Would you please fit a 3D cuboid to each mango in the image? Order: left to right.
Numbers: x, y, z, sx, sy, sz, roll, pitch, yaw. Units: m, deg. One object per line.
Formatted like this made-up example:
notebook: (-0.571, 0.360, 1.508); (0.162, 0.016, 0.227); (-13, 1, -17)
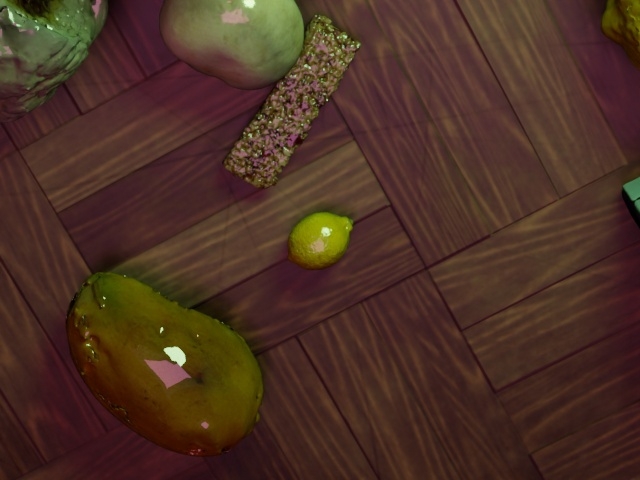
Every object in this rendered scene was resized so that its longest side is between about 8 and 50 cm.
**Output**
mango: (-0.171, 0.133, 1.799); (0.248, 0.151, 0.156); (42, 72, -2)

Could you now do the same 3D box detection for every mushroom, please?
mushroom: (-0.091, -0.227, 1.701); (0.154, 0.123, 0.154); (5, 145, 3)

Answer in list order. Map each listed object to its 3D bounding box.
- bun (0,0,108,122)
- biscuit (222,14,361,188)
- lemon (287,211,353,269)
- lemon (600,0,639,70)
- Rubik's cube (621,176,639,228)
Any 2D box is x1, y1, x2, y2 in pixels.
bun: (-0.325, -0.256, 1.660); (0.281, 0.205, 0.282); (-8, 72, 25)
biscuit: (-0.031, -0.147, 1.762); (0.064, 0.034, 0.199); (32, 105, -7)
lemon: (0.000, 0.000, 1.786); (0.083, 0.062, 0.062); (-29, 102, 6)
lemon: (0.392, -0.249, 1.636); (0.231, 0.192, 0.192); (-23, 103, 10)
Rubik's cube: (0.433, 0.002, 1.707); (0.167, 0.180, 0.183); (-27, 100, 8)
